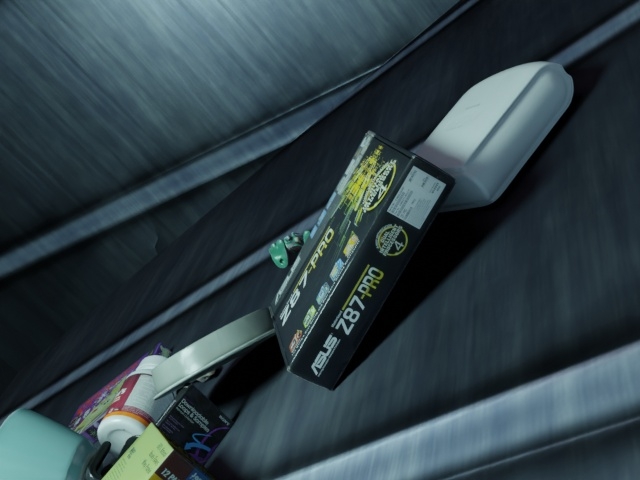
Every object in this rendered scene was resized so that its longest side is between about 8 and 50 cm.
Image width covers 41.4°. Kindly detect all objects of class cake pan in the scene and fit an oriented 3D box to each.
[{"bbox_3d":[-0.200,0.213,1.630,0.293,0.054,0.293,-29,-6,-4],"label":"cake pan"}]

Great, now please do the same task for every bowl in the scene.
[{"bbox_3d":[-0.522,0.489,1.628,0.311,0.163,0.311,6,-90,-88],"label":"bowl"}]

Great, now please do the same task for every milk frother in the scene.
[{"bbox_3d":[-0.376,0.465,1.616,0.135,0.129,0.143,-71,-13,-58],"label":"milk frother"}]

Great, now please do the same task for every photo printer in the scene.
[{"bbox_3d":[0.300,-0.193,1.530,0.307,0.107,0.256,-50,16,-17],"label":"photo printer"}]

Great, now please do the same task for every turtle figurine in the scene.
[{"bbox_3d":[0.000,0.000,1.735,0.175,0.118,0.234,-37,-6,25],"label":"turtle figurine"}]

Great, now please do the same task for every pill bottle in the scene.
[{"bbox_3d":[-0.382,0.355,1.822,0.121,0.121,0.221,-36,18,28],"label":"pill bottle"}]

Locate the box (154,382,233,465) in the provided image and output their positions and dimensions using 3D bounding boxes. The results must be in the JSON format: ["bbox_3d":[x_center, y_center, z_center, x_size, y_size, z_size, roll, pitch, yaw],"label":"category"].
[{"bbox_3d":[-0.242,0.350,1.499,0.029,0.116,0.162,-11,37,55],"label":"box"}]

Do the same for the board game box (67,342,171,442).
[{"bbox_3d":[-0.538,0.421,2.184,0.347,0.056,0.208,-38,13,23],"label":"board game box"}]

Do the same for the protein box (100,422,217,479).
[{"bbox_3d":[-0.270,0.426,1.340,0.201,0.136,0.200,-49,16,-14],"label":"protein box"}]

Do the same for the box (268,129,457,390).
[{"bbox_3d":[0.056,0.019,1.453,0.395,0.097,0.318,-60,13,9],"label":"box"}]

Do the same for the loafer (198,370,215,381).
[{"bbox_3d":[-0.258,0.291,1.846,0.045,0.039,0.125,-15,3,-32],"label":"loafer"}]
